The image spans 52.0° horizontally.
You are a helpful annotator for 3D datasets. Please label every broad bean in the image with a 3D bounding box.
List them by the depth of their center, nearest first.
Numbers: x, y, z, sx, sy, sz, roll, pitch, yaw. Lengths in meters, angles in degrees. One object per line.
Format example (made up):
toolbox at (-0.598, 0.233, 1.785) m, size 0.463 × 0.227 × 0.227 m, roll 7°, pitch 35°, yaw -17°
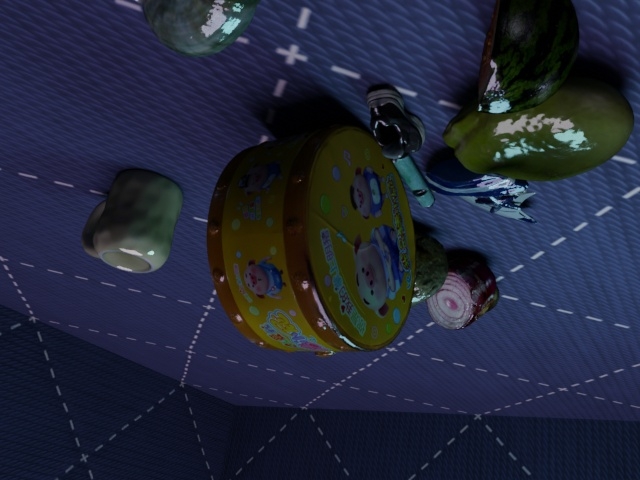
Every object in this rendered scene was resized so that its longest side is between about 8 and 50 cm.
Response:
broad bean at (0.350, -0.177, 1.068) m, size 0.291 × 0.119 × 0.238 m, roll -5°, pitch 153°, yaw 29°

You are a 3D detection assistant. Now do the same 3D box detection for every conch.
conch at (-0.174, -0.350, 0.858) m, size 0.220 × 0.195 × 0.277 m, roll 24°, pitch -177°, yaw 18°

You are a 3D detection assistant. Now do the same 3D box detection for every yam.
yam at (0.169, 0.089, 1.604) m, size 0.195 × 0.195 × 0.300 m, roll 16°, pitch 154°, yaw -14°

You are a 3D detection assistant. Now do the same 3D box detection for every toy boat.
toy boat at (0.346, -0.091, 1.279) m, size 0.292 × 0.070 × 0.210 m, roll 21°, pitch 173°, yaw -21°

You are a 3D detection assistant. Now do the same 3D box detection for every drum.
drum at (0.000, 0.000, 1.232) m, size 0.214 × 0.431 × 0.431 m, roll -8°, pitch 150°, yaw 33°

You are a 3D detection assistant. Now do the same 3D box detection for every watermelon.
watermelon at (0.283, -0.280, 0.898) m, size 0.137 × 0.193 × 0.145 m, roll 50°, pitch 162°, yaw 21°

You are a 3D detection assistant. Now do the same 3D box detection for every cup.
cup at (-0.467, -0.044, 1.545) m, size 0.255 × 0.202 × 0.173 m, roll 5°, pitch 155°, yaw 10°

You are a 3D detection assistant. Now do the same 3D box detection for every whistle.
whistle at (0.188, -0.127, 1.330) m, size 0.039 × 0.039 × 0.186 m, roll -4°, pitch 151°, yaw 27°

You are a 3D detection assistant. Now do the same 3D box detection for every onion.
onion at (0.337, 0.108, 1.673) m, size 0.218 × 0.140 × 0.195 m, roll 42°, pitch 144°, yaw 25°

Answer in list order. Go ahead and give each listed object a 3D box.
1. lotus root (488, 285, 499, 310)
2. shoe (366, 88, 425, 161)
lotus root at (0.433, 0.157, 1.784) m, size 0.089 × 0.080 × 0.179 m, roll 11°, pitch 154°, yaw 0°
shoe at (0.130, -0.185, 1.157) m, size 0.071 × 0.099 × 0.169 m, roll -9°, pitch 150°, yaw 29°
